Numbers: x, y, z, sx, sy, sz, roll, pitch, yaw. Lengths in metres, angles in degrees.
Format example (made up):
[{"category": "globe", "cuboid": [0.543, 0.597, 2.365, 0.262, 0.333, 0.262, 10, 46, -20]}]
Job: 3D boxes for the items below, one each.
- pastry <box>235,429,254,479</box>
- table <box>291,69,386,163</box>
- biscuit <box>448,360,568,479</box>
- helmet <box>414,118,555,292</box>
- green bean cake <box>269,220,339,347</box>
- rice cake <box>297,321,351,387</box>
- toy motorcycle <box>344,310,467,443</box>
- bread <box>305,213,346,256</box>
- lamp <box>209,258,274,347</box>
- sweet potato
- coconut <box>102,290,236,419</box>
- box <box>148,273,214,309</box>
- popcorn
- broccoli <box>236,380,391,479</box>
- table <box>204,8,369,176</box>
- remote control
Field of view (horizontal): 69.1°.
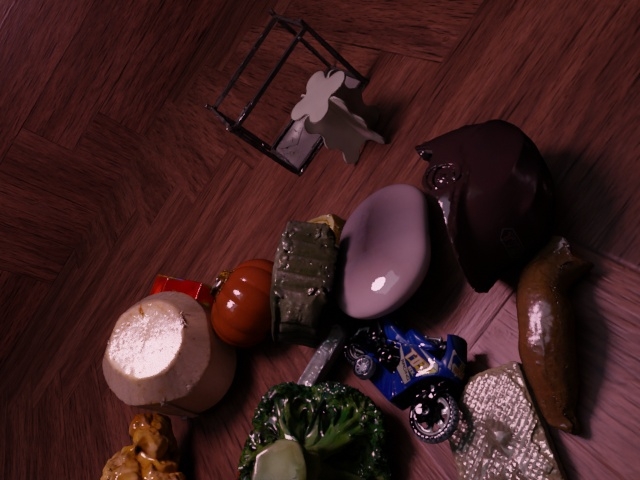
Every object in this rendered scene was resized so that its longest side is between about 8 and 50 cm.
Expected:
[{"category": "pastry", "cuboid": [-0.115, 0.463, 0.958, 0.115, 0.097, 0.208, 18, 83, 60]}, {"category": "table", "cuboid": [0.057, -0.298, 1.139, 0.167, 0.198, 0.166, -24, 52, 35]}, {"category": "biscuit", "cuboid": [0.267, 0.314, 0.672, 0.150, 0.052, 0.252, -32, 46, 30]}, {"category": "helmet", "cuboid": [0.284, -0.072, 0.753, 0.177, 0.225, 0.305, -25, 43, 20]}, {"category": "green bean cake", "cuboid": [-0.035, 0.095, 0.952, 0.222, 0.125, 0.227, 99, 177, -60]}, {"category": "rice cake", "cuboid": [-0.006, 0.269, 0.962, 0.040, 0.085, 0.226, 32, 94, 15]}, {"category": "toy motorcycle", "cuboid": [0.153, 0.205, 0.818, 0.169, 0.113, 0.315, -49, 31, -2]}, {"category": "bread", "cuboid": [0.000, 0.000, 1.131, 0.156, 0.064, 0.117, -8, 58, 45]}, {"category": "lamp", "cuboid": [-0.167, 0.148, 1.117, 0.223, 0.197, 0.223, -60, 0, 1]}, {"category": "sweet potato", "cuboid": [0.343, 0.126, 0.671, 0.112, 0.085, 0.285, 7, 67, 1]}, {"category": "coconut", "cuboid": [-0.369, 0.290, 1.168, 0.323, 0.323, 0.323, -25, 51, 35]}, {"category": "box", "cuboid": [-0.451, 0.221, 1.459, 0.313, 0.089, 0.197, 2, 70, 48]}, {"category": "popcorn", "cuboid": [-0.424, 0.591, 1.113, 0.265, 0.225, 0.332, 129, 146, -53]}, {"category": "broccoli", "cuboid": [-0.017, 0.365, 0.770, 0.298, 0.297, 0.297, -5, 61, 9]}, {"category": "table", "cuboid": [-0.100, -0.415, 1.318, 0.335, 0.272, 0.222, -53, 41, 9]}, {"category": "remote control", "cuboid": [0.121, 0.012, 0.933, 0.221, 0.103, 0.332, -28, 36, 33]}]
